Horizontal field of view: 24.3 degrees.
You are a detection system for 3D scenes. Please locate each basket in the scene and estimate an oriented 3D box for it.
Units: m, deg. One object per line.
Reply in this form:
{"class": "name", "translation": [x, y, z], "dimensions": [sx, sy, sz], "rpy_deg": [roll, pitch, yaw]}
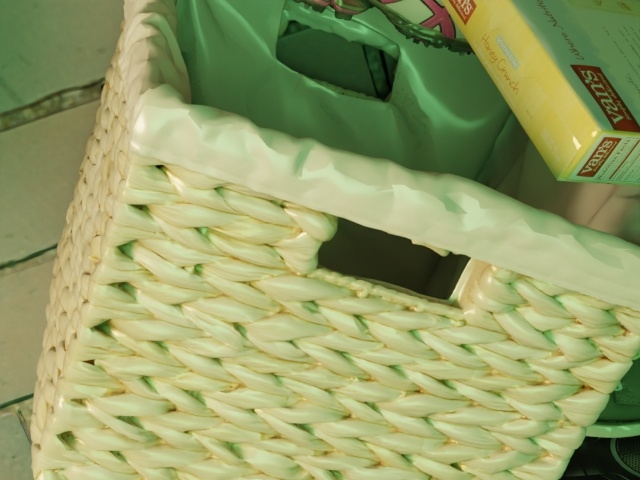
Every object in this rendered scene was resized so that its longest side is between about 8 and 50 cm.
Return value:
{"class": "basket", "translation": [0.000, 0.000, 0.950], "dimensions": [0.328, 0.331, 0.266], "rpy_deg": [17, 117, -15]}

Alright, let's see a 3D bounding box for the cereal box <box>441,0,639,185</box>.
{"class": "cereal box", "translation": [0.203, -0.104, 0.919], "dimensions": [0.240, 0.173, 0.047], "rpy_deg": [2, 136, -35]}

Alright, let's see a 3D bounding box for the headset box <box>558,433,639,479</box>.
{"class": "headset box", "translation": [0.219, 0.215, 1.118], "dimensions": [0.283, 0.246, 0.131], "rpy_deg": [-4, 115, -5]}

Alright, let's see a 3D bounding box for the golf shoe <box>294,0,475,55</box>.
{"class": "golf shoe", "translation": [0.061, -0.172, 0.935], "dimensions": [0.186, 0.067, 0.086], "rpy_deg": [13, 117, -27]}

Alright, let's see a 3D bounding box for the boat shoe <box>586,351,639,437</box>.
{"class": "boat shoe", "translation": [0.273, 0.085, 1.113], "dimensions": [0.305, 0.109, 0.091], "rpy_deg": [1, 131, 9]}
